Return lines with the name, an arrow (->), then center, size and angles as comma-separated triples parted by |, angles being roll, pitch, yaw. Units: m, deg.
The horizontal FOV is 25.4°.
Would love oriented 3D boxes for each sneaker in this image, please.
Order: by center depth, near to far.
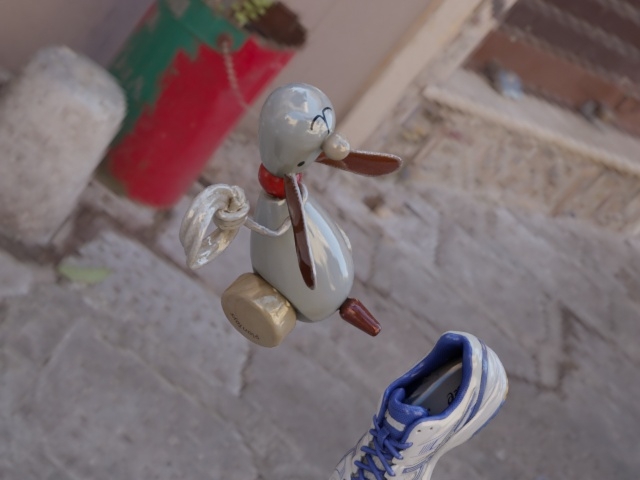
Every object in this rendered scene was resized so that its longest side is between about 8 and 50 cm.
sneaker -> 0.078, 0.217, 1.536 | 0.112, 0.296, 0.131 | 32, -11, 32

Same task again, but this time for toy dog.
toy dog -> 0.000, 0.000, 1.441 | 0.161, 0.220, 0.334 | 28, -13, 16
